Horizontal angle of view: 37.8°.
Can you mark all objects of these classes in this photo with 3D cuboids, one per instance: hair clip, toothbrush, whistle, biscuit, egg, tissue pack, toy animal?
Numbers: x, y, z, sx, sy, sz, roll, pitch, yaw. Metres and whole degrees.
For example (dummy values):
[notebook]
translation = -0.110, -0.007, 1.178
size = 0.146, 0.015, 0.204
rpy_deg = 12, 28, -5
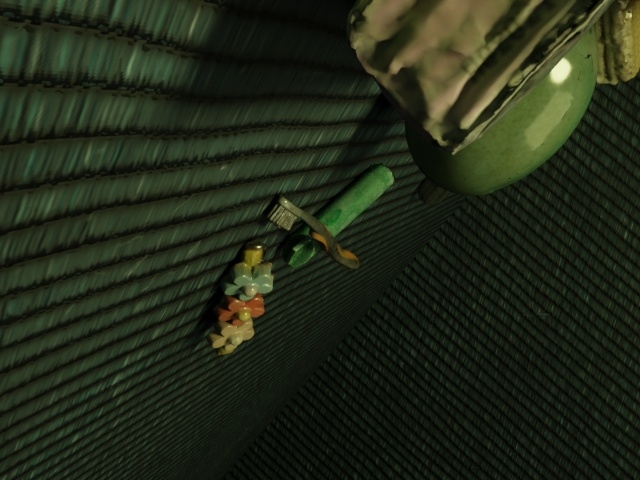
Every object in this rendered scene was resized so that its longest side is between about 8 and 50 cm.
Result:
[hair clip]
translation = -0.090, 0.075, 1.024
size = 0.062, 0.056, 0.214
rpy_deg = -7, 154, -21
[toothbrush]
translation = 0.002, -0.002, 1.052
size = 0.031, 0.023, 0.321
rpy_deg = -51, 160, 3
[whistle]
translation = 0.023, -0.032, 1.143
size = 0.186, 0.039, 0.039
rpy_deg = -42, 170, -33
[biscuit]
translation = 0.297, -0.273, 0.937
size = 0.108, 0.062, 0.239
rpy_deg = -58, 143, -26
[egg]
translation = 0.182, -0.152, 0.950
size = 0.236, 0.169, 0.169
rpy_deg = -54, 169, 32
[tissue pack]
translation = 0.148, -0.195, 0.613
size = 0.259, 0.122, 0.361
rpy_deg = -46, -177, 15
[toy animal]
translation = 0.281, -0.185, 1.599
size = 0.206, 0.081, 0.367
rpy_deg = -50, 180, -16
